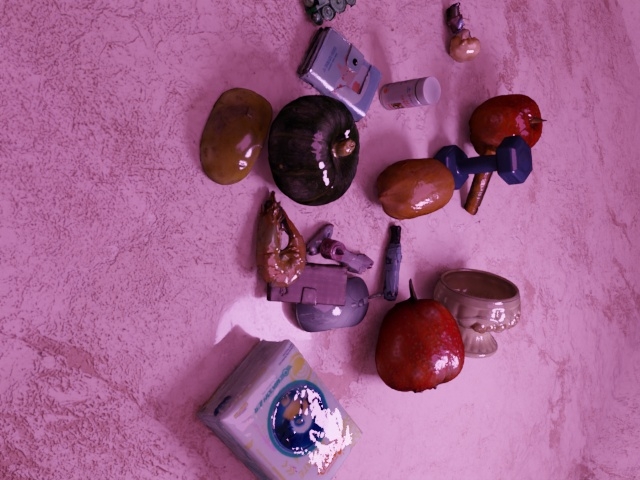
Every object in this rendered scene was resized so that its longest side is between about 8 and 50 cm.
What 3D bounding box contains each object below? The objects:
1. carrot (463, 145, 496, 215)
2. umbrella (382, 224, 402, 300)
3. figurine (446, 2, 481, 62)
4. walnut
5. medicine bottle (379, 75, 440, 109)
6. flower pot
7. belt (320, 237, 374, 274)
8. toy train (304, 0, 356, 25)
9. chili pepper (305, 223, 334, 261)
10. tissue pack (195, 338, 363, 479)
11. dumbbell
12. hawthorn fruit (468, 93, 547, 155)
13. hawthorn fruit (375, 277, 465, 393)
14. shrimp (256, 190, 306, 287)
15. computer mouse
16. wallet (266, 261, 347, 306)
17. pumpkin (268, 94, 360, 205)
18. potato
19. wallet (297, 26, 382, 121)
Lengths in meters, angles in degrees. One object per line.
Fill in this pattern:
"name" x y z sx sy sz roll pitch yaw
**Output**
"carrot" 0.576 -0.212 2.178 0.070 0.070 0.260 -20 133 -38
"umbrella" 0.240 0.074 1.971 0.053 0.052 0.251 27 67 -56
"figurine" 0.492 -0.723 2.111 0.108 0.114 0.196 -14 92 -15
"walnut" 0.291 -0.168 1.914 0.297 0.203 0.203 -11 101 -37
"medicine bottle" 0.276 -0.457 1.881 0.086 0.183 0.086 -4 96 -40
"flower pot" 0.536 0.258 2.106 0.307 0.307 0.244 -12 117 -40
"belt" 0.079 0.052 1.817 0.232 0.053 0.071 25 83 -51
"toy train" 0.025 -0.687 1.721 0.178 0.071 0.105 -42 111 -32
"chili pepper" 0.001 0.001 1.774 0.153 0.041 0.050 -45 155 -29
"tissue pack" -0.097 0.494 1.627 0.287 0.162 0.388 -48 114 -29
"dumbbell" 0.541 -0.256 2.034 0.144 0.324 0.160 -12 97 -45
"hawthorn fruit" 0.670 -0.412 2.190 0.258 0.261 0.258 51 24 -34
"hawthorn fruit" 0.309 0.305 1.929 0.284 0.284 0.369 0 85 -41
"shrimp" -0.111 -0.006 1.641 0.145 0.061 0.267 -5 79 -21
"computer mouse" 0.079 0.187 1.829 0.379 0.090 0.167 -7 99 -42
"wallet" -0.036 0.119 1.696 0.230 0.042 0.125 7 82 -21
"pumpkin" -0.008 -0.239 1.627 0.300 0.207 0.300 -27 121 -55
"potato" -0.198 -0.270 1.535 0.160 0.111 0.272 34 72 -40
"wallet" 0.060 -0.486 1.767 0.250 0.075 0.176 30 80 -38
